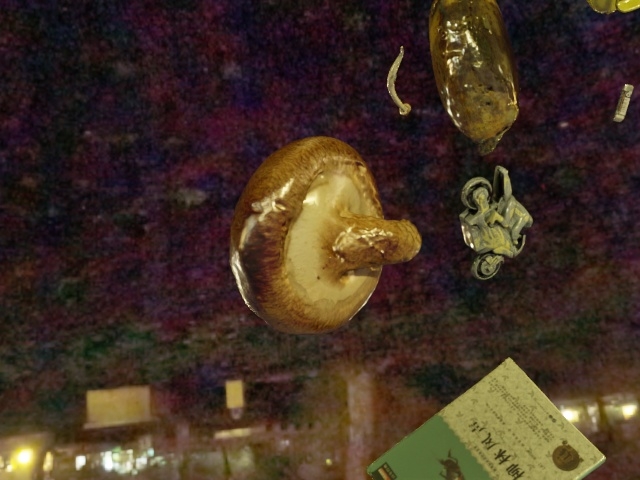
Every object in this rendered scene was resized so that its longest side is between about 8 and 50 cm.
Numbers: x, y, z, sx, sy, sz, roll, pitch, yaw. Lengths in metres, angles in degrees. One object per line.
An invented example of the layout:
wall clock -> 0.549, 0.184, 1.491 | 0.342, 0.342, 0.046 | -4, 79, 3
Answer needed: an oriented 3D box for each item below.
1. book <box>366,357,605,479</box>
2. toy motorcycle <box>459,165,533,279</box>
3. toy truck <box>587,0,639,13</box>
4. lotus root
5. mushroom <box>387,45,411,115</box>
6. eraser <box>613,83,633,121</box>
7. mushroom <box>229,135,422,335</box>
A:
book -> 0.310, 0.433, 1.307 | 0.379, 0.264, 0.031 | -35, 144, -8
toy motorcycle -> 0.293, -0.030, 1.111 | 0.124, 0.193, 0.061 | -21, -151, -12
toy truck -> 0.479, -0.542, 1.055 | 0.254, 0.180, 0.405 | -22, 153, 9
lotus root -> 0.334, -0.385, 1.489 | 0.179, 0.397, 0.196 | -14, -179, 35
mushroom -> 0.258, -0.518, 2.246 | 0.068, 0.043, 0.306 | -46, 150, -14
eraser -> 0.816, -0.370, 1.825 | 0.027, 0.099, 0.019 | 10, -168, -8
mushroom -> -0.016, -0.001, 1.200 | 0.345, 0.345, 0.239 | 4, 162, -28
